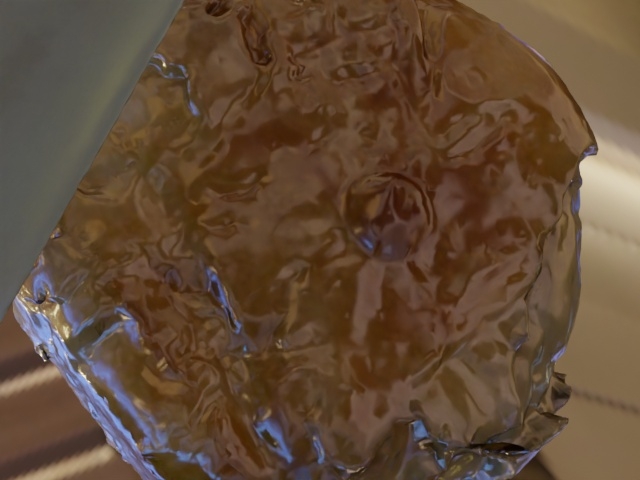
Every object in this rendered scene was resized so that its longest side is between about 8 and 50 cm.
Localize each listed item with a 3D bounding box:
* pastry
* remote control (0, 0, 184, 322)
[{"bbox_3d":[-0.003,0.000,0.491,0.153,0.153,0.081,44,165,1],"label":"pastry"},{"bbox_3d":[-0.027,-0.108,0.334,0.038,0.309,0.090,36,-172,37],"label":"remote control"}]
